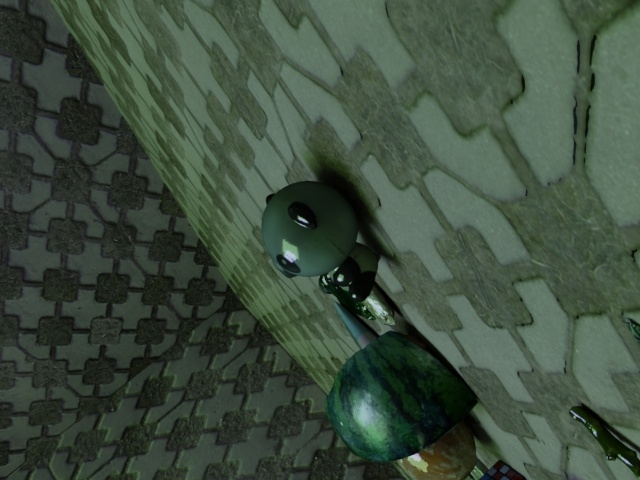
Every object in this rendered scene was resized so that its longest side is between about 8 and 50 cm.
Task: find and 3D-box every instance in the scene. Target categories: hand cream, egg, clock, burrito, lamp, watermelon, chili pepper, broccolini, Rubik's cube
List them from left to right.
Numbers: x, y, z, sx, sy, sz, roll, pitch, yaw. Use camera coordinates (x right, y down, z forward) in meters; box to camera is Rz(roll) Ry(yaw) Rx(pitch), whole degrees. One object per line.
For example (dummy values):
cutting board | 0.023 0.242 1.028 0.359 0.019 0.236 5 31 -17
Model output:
lamp | 0.000 0.000 1.368 0.244 0.197 0.198 47 170 -24
chili pepper | 0.067 0.119 1.704 0.216 0.062 0.108 33 158 48
hand cream | 0.119 0.268 1.926 0.312 0.070 0.111 43 168 46
burrito | 0.102 0.113 1.601 0.188 0.045 0.058 48 166 12
watermelon | 0.130 0.332 1.631 0.222 0.292 0.319 52 177 -20
egg | 0.264 0.475 1.720 0.233 0.195 0.194 26 152 58
clock | 0.416 0.633 1.990 0.235 0.029 0.235 47 166 15
Rubik's cube | 0.425 0.582 1.682 0.092 0.092 0.092 56 166 -23
broccolini | 0.443 0.315 1.036 0.216 0.058 0.067 48 127 45

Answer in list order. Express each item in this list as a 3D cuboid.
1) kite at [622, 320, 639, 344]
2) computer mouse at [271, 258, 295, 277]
kite | 0.382 0.123 0.778 0.139 0.011 0.156 35 161 41
computer mouse | -0.104 0.054 2.075 0.126 0.071 0.231 55 167 -16
